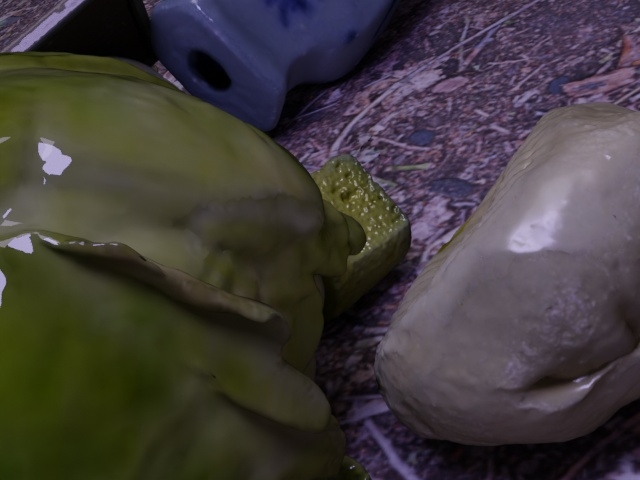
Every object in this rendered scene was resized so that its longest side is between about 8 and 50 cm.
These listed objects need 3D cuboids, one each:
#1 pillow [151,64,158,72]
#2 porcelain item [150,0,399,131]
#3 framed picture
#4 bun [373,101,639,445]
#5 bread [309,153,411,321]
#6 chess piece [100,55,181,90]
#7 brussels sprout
[{"bbox_3d":[-0.334,-0.195,1.481,0.217,0.033,0.130,-23,32,5],"label":"pillow"},{"bbox_3d":[-0.018,-0.326,1.249,0.405,0.242,0.178,-52,14,-30],"label":"porcelain item"},{"bbox_3d":[-0.287,-0.177,1.139,0.247,0.022,0.335,-42,-2,-5],"label":"framed picture"},{"bbox_3d":[0.158,0.026,0.648,0.259,0.160,0.259,-53,-6,-8],"label":"bun"},{"bbox_3d":[0.000,0.000,0.867,0.114,0.111,0.129,-31,75,-26],"label":"bread"},{"bbox_3d":[-0.149,-0.061,1.028,0.182,0.182,0.330,-36,38,-17],"label":"chess piece"},{"bbox_3d":[-0.188,0.040,0.658,0.425,0.361,0.343,29,91,58],"label":"brussels sprout"}]
